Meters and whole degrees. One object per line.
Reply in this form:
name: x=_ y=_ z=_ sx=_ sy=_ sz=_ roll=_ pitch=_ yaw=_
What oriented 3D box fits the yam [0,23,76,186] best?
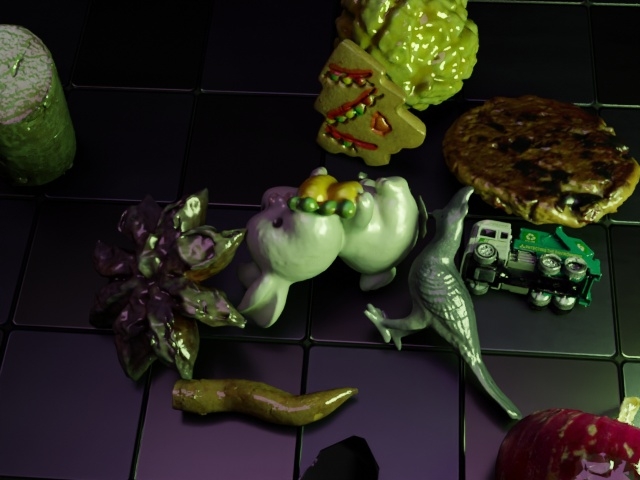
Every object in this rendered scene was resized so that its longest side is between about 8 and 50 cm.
yam: x=-0.514 y=-0.219 z=1.585 sx=0.168 sy=0.304 sz=0.168 roll=2 pitch=68 yaw=-5

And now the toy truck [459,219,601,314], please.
toy truck: x=0.342 y=0.033 z=1.515 sx=0.216 sy=0.110 sz=0.116 roll=11 pitch=50 yaw=9

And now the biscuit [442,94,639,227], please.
biscuit: x=0.376 y=-0.136 z=1.591 sx=0.289 sy=0.081 sz=0.334 roll=-35 pitch=53 yaw=-29

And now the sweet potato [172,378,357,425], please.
sweet potato: x=-0.086 y=0.251 z=1.435 sx=0.281 sy=0.059 sz=0.067 roll=7 pitch=31 yaw=3

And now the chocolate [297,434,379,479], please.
chocolate: x=0.030 y=0.370 z=1.356 sx=0.125 sy=0.080 sz=0.148 roll=38 pitch=62 yaw=8

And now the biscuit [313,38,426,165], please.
biscuit: x=0.068 y=-0.234 z=1.604 sx=0.212 sy=0.238 sz=0.041 roll=0 pitch=36 yaw=31

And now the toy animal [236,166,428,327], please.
toy animal: x=-0.001 y=-0.007 z=1.484 sx=0.310 sy=0.247 sz=0.183 roll=-18 pitch=44 yaw=-24

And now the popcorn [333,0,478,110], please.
popcorn: x=0.153 y=-0.363 z=1.655 sx=0.258 sy=0.270 sz=0.224 roll=34 pitch=98 yaw=14

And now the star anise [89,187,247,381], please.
star anise: x=-0.252 y=0.063 z=1.455 sx=0.332 sy=0.117 sz=0.331 roll=-11 pitch=68 yaw=28

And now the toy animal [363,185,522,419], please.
toy animal: x=0.178 y=0.115 z=1.450 sx=0.206 sy=0.081 sz=0.367 roll=-13 pitch=88 yaw=21

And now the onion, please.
onion: x=0.371 y=0.335 z=1.278 sx=0.256 sy=0.230 sz=0.272 roll=-3 pitch=69 yaw=2
